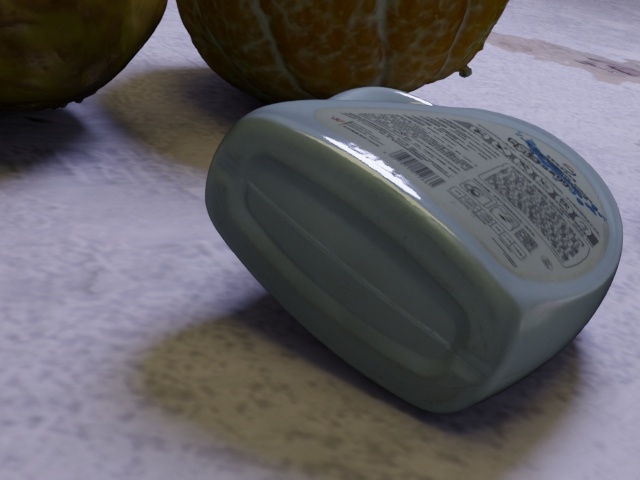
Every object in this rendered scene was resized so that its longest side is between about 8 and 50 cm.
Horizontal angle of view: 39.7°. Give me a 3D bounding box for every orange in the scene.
[{"bbox_3d":[0.023,-0.254,0.844,0.329,0.249,0.329,-14,19,5],"label":"orange"}]

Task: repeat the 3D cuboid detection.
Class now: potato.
[{"bbox_3d":[-0.238,-0.184,0.686,0.246,0.196,0.300,-31,1,-30],"label":"potato"}]

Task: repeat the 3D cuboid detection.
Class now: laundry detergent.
[{"bbox_3d":[0.083,-0.026,0.546,0.215,0.105,0.280,38,33,16],"label":"laundry detergent"}]
